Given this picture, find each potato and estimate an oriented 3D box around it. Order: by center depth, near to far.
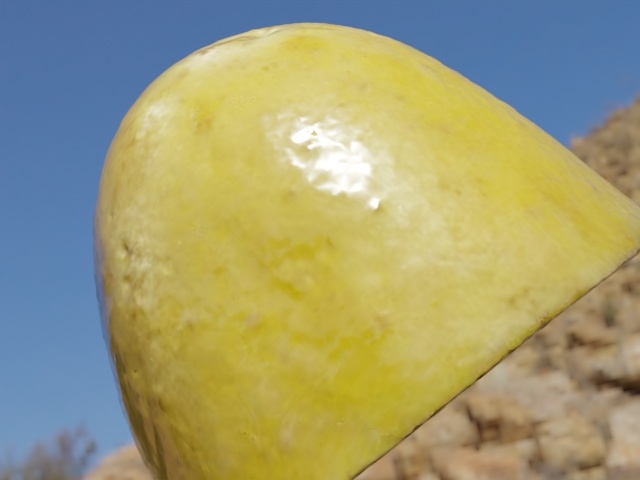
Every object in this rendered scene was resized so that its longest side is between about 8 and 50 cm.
[{"bbox_3d":[0.000,0.000,0.677,0.203,0.158,0.178,-34,-4,-3],"label":"potato"}]
